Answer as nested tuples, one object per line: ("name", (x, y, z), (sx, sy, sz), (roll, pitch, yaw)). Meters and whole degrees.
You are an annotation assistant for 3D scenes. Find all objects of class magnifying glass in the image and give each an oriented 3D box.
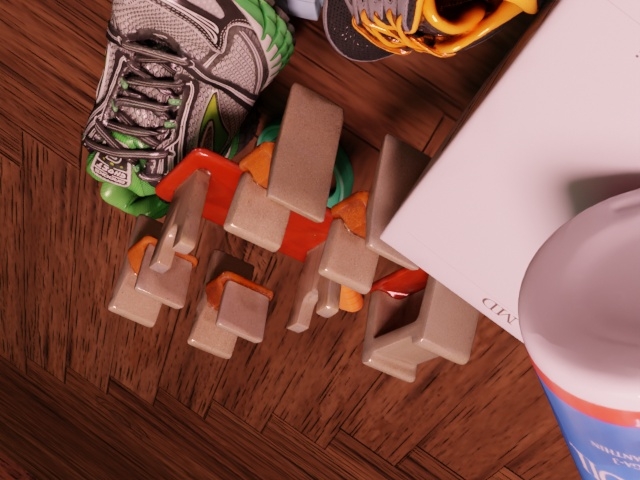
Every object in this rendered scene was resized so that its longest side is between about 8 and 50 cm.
("magnifying glass", (0.002, -0.020, 0.934), (0.092, 0.026, 0.231), (13, 141, 33))

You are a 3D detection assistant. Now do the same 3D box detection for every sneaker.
("sneaker", (-0.113, -0.107, 0.775), (0.134, 0.146, 0.343), (31, 159, 6))
("sneaker", (0.059, -0.141, 0.565), (0.084, 0.083, 0.215), (21, 161, -22))

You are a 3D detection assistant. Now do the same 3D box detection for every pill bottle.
("pill bottle", (0.183, 0.090, 0.485), (0.124, 0.124, 0.221), (7, 141, 39))

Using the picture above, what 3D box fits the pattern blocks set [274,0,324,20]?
("pattern blocks set", (0.015, -0.215, 0.570), (0.285, 0.026, 0.325), (12, 160, 22))

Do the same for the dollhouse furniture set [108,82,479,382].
("dollhouse furniture set", (0.000, 0.000, 0.772), (0.259, 0.135, 0.262), (26, 148, -24))

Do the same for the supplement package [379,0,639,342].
("supplement package", (0.189, -0.071, 0.549), (0.177, 0.175, 0.293), (36, 148, 2))
